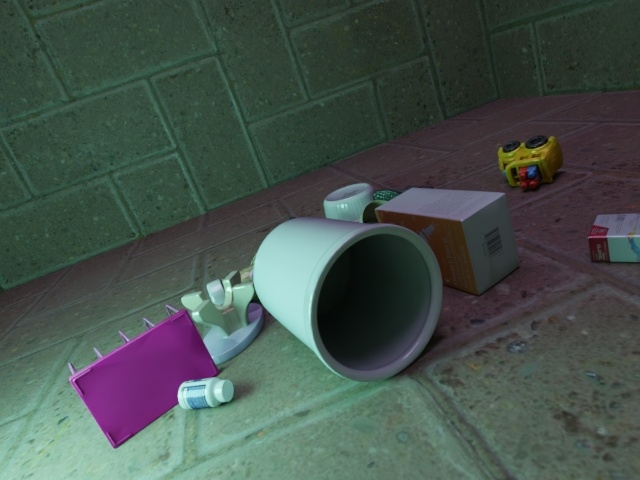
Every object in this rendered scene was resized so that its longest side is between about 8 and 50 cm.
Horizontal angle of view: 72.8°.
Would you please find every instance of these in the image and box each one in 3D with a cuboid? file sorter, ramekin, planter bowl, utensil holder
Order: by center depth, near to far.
[{"bbox_3d":[0.037,0.105,1.044,0.327,0.328,0.385,-28,20,-21],"label":"utensil holder"},{"bbox_3d":[-0.459,0.326,1.122,0.290,0.202,0.182,-32,19,-31],"label":"file sorter"},{"bbox_3d":[0.206,-0.053,1.589,0.162,0.162,0.109,-28,-6,-23],"label":"planter bowl"},{"bbox_3d":[0.137,-0.160,1.949,0.272,0.127,0.273,-18,19,6],"label":"ramekin"}]

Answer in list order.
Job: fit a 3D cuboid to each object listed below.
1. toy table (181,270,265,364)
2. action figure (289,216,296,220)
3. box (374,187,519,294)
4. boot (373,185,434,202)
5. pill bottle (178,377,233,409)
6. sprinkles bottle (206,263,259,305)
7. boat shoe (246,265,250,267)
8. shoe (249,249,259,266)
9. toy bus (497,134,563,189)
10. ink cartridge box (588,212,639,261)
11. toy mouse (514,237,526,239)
[{"bbox_3d":[-0.281,0.217,1.297,0.252,0.161,0.274,-16,19,10],"label":"toy table"},{"bbox_3d":[0.000,0.000,1.640,0.275,0.141,0.164,12,-24,-23],"label":"action figure"},{"bbox_3d":[0.343,-0.015,1.223,0.168,0.215,0.345,-29,21,-23],"label":"box"},{"bbox_3d":[0.362,-0.194,1.881,0.246,0.084,0.161,5,23,17],"label":"boot"},{"bbox_3d":[-0.271,0.363,1.032,0.120,0.067,0.067,-13,20,19],"label":"pill bottle"},{"bbox_3d":[-0.207,0.133,1.505,0.355,0.121,0.121,-24,20,-13],"label":"sprinkles bottle"},{"bbox_3d":[-0.236,0.105,1.701,0.170,0.059,0.063,-1,27,43],"label":"boat shoe"},{"bbox_3d":[-0.219,0.090,1.609,0.219,0.076,0.058,-50,-8,9],"label":"shoe"},{"bbox_3d":[0.773,-0.272,1.645,0.220,0.149,0.211,-2,42,46],"label":"toy bus"},{"bbox_3d":[0.747,-0.008,1.026,0.175,0.072,0.127,0,27,44],"label":"ink cartridge box"},{"bbox_3d":[0.478,-0.011,1.252,0.161,0.143,0.031,144,150,-77],"label":"toy mouse"}]
